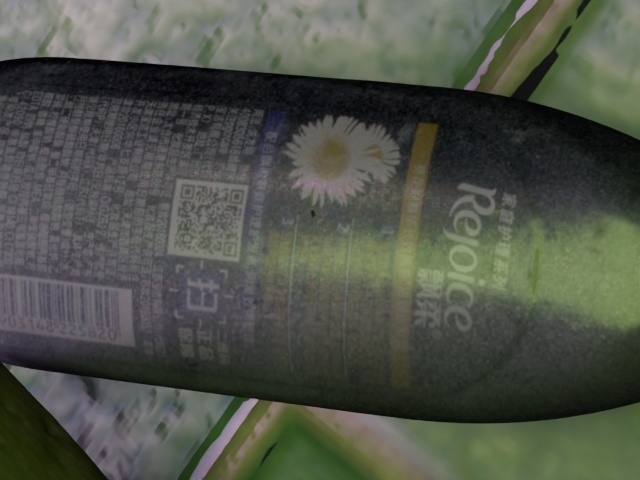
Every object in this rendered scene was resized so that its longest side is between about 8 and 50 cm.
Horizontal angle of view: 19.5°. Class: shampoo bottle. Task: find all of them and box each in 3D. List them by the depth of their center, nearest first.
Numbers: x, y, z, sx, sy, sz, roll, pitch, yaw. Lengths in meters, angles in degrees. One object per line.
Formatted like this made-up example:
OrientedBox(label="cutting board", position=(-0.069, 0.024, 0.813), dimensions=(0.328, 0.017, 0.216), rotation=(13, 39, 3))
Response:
OrientedBox(label="shampoo bottle", position=(0.000, 0.000, 0.487), dimensions=(0.234, 0.049, 0.087), rotation=(5, 91, 19))

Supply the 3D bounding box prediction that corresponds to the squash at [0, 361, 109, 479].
OrientedBox(label="squash", position=(-0.035, 0.170, 0.472), dimensions=(0.287, 0.137, 0.137), rotation=(45, 102, 2))
